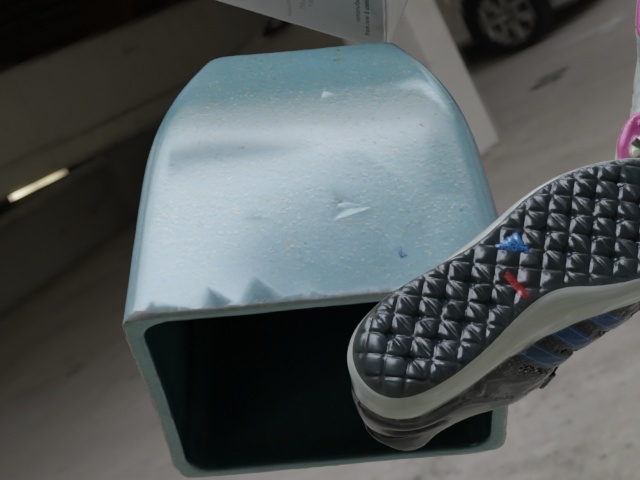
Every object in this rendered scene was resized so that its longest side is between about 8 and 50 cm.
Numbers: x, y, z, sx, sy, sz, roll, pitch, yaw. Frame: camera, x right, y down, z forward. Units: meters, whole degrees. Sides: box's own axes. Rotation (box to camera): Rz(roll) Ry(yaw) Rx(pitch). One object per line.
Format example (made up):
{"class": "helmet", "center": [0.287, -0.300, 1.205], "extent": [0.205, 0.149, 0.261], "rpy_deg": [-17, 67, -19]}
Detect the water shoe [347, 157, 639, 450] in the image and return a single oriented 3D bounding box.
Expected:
{"class": "water shoe", "center": [0.102, 0.028, 0.683], "extent": [0.203, 0.073, 0.080], "rpy_deg": [-25, -30, -12]}

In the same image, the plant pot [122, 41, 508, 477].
{"class": "plant pot", "center": [0.000, 0.000, 1.039], "extent": [0.247, 0.252, 0.247], "rpy_deg": [-5, -34, 1]}

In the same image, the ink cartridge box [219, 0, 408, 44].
{"class": "ink cartridge box", "center": [-0.054, -0.311, 1.139], "extent": [0.129, 0.307, 0.223], "rpy_deg": [84, -154, -65]}

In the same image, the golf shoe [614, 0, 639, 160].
{"class": "golf shoe", "center": [0.282, -0.113, 1.077], "extent": [0.140, 0.115, 0.306], "rpy_deg": [68, -139, -70]}
